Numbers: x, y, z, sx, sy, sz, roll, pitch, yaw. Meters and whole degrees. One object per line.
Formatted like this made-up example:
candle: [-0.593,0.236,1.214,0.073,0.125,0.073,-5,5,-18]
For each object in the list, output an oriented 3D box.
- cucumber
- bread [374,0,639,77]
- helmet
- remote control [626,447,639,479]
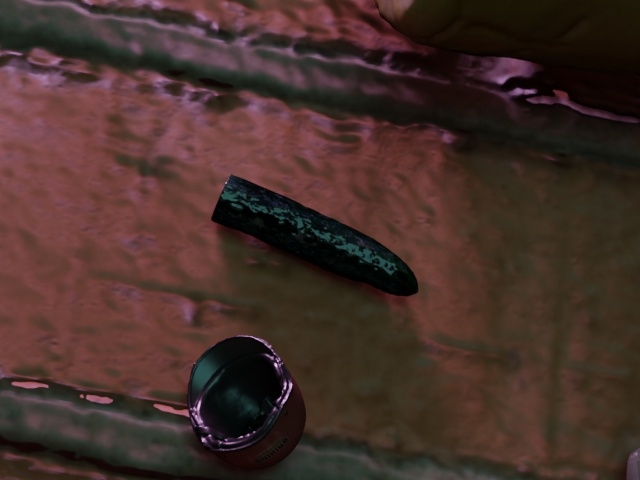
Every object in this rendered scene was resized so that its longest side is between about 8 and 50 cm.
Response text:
cucumber: [0.000,0.000,1.200,0.133,0.032,0.032,24,62,3]
bread: [0.181,-0.210,1.246,0.341,0.210,0.300,2,41,-17]
helmet: [-0.037,0.098,1.134,0.065,0.049,0.084,-33,42,10]
remote control: [0.306,0.163,1.183,0.261,0.029,0.067,5,63,-11]
